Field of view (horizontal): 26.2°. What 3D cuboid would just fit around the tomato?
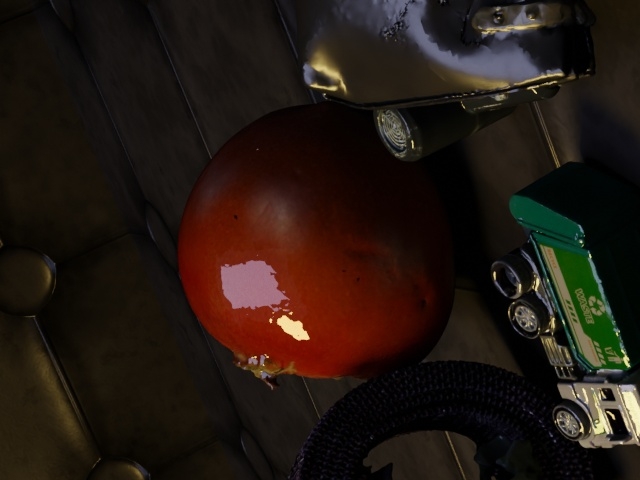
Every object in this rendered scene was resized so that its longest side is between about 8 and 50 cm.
[{"bbox_3d":[0.000,0.000,1.507,0.321,0.322,0.321,51,157,32],"label":"tomato"}]

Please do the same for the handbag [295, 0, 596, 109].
[{"bbox_3d":[0.105,-0.264,1.097,0.288,0.152,0.342,20,119,50],"label":"handbag"}]

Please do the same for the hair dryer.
[{"bbox_3d":[0.146,-0.126,1.216,0.219,0.124,0.071,-2,114,64],"label":"hair dryer"}]

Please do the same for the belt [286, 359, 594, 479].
[{"bbox_3d":[0.124,0.259,1.428,0.122,0.325,0.260,117,143,-66],"label":"belt"}]

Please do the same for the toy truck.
[{"bbox_3d":[0.245,0.059,1.217,0.124,0.114,0.253,-7,109,58],"label":"toy truck"}]
